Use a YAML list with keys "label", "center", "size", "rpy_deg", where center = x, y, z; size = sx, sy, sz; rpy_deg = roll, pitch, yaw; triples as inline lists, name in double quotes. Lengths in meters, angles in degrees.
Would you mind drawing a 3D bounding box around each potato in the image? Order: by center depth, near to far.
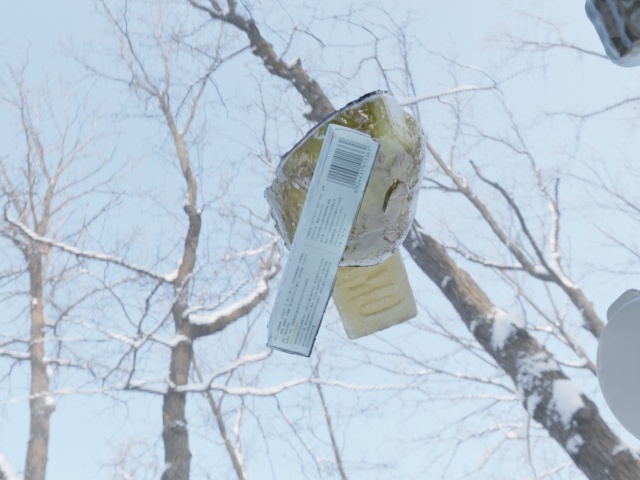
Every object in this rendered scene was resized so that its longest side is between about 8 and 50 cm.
- label: "potato"
  center: [0.063, -0.072, 1.069]
  size: [0.246, 0.196, 0.300]
  rpy_deg: [-31, -10, -29]

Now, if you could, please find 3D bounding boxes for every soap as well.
- label: "soap"
  center: [0.089, 0.064, 1.471]
  size: [0.173, 0.089, 0.274]
  rpy_deg: [-21, -58, 1]

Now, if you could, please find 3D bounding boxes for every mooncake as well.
- label: "mooncake"
  center: [0.451, -0.315, 0.884]
  size: [0.228, 0.228, 0.124]
  rpy_deg: [-25, -96, 0]

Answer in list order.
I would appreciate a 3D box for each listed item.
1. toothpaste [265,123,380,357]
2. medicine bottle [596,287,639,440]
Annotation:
- label: "toothpaste"
  center: [0.000, 0.000, 0.499]
  size: [0.034, 0.046, 0.164]
  rpy_deg: [16, -75, -7]
- label: "medicine bottle"
  center: [0.247, 0.066, 0.398]
  size: [0.191, 0.107, 0.107]
  rpy_deg: [1, -61, -34]
